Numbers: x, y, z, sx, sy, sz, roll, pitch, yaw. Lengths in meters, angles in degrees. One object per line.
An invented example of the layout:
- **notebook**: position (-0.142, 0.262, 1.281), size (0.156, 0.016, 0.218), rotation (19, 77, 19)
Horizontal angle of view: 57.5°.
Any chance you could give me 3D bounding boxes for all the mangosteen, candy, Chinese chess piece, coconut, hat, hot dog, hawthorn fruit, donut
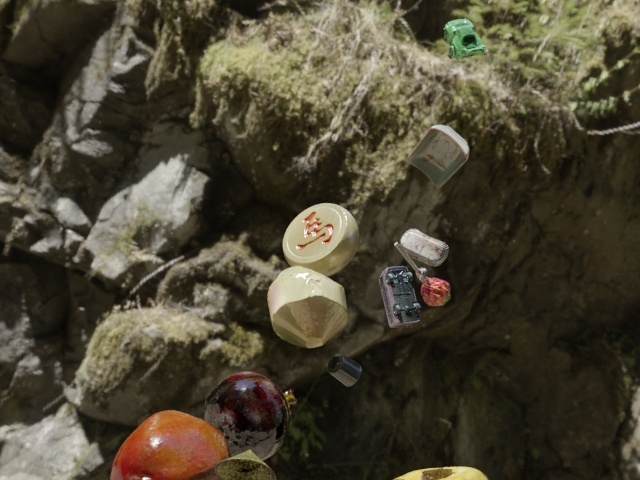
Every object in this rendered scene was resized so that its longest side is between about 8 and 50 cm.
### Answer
- **mangosteen**: position (-0.234, 0.565, 1.898), size (0.297, 0.297, 0.293), rotation (21, 30, -1)
- **candy**: position (0.398, 0.130, 2.322), size (0.365, 0.124, 0.124), rotation (49, -19, -27)
- **Chinese chess piece**: position (0.000, 0.000, 1.952), size (0.273, 0.273, 0.102), rotation (16, -23, 43)
- **coconut**: position (-0.038, 0.204, 1.739), size (0.259, 0.259, 0.259), rotation (21, -5, 2)
- **hat**: position (-0.171, 0.524, 1.375), size (0.146, 0.067, 0.146), rotation (4, -50, 5)
- **hot dog**: position (0.384, 0.028, 2.186), size (0.191, 0.108, 0.059), rotation (27, -2, 30)
- **hawthorn fruit**: position (-0.392, 0.588, 1.502), size (0.311, 0.295, 0.295), rotation (3, 8, -43)
- **donut**: position (0.386, 0.904, 1.990), size (0.449, 0.198, 0.449), rotation (-11, -13, -3)

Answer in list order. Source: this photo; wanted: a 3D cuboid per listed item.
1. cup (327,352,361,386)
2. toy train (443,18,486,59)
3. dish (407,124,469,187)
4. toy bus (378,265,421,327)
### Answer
- **cup**: position (0.061, 0.389, 1.756), size (0.077, 0.078, 0.100), rotation (38, -40, -27)
- **toy train**: position (0.418, -0.583, 1.688), size (0.099, 0.149, 0.081), rotation (-13, -18, -6)
- **dish**: position (0.389, -0.283, 1.873), size (0.151, 0.077, 0.212), rotation (41, -28, 4)
- **toy bus**: position (0.268, 0.194, 1.999), size (0.096, 0.199, 0.108), rotation (-3, -21, -22)
